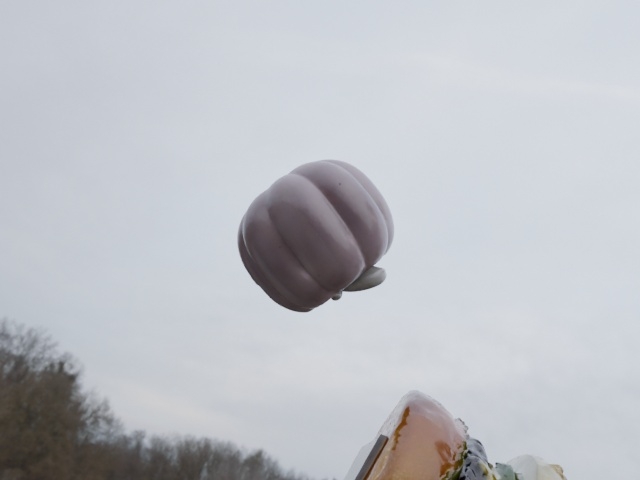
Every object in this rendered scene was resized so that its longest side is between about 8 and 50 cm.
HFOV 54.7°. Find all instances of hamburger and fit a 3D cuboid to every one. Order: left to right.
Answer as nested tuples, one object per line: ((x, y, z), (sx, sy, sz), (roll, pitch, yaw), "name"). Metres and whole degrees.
((0.115, 0.305, 0.603), (0.225, 0.291, 0.291), (33, -24, 11), "hamburger")

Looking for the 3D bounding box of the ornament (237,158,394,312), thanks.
((-0.001, 0.000, 0.708), (0.177, 0.177, 0.177), (19, -26, 10), "ornament")
